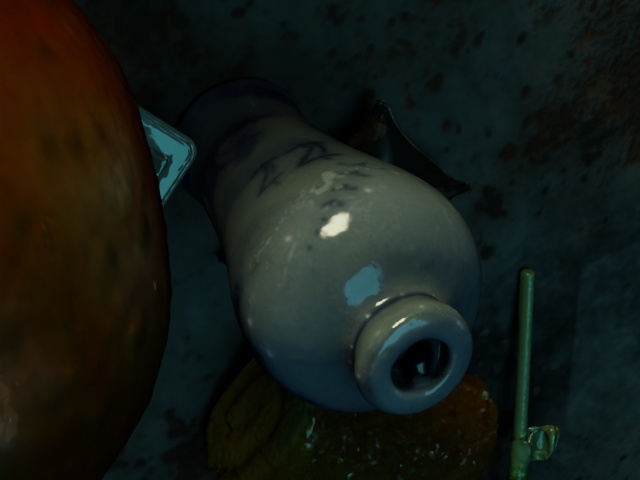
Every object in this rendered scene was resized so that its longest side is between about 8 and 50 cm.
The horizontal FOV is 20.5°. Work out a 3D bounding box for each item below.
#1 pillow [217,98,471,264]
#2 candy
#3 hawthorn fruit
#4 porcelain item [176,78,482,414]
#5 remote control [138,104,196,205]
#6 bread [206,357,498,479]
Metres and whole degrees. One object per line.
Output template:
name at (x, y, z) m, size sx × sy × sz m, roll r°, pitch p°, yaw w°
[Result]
pillow at (0.015, -0.011, 1.138) m, size 0.150 × 0.048 × 0.090 m, roll -43°, pitch 137°, yaw 6°
candy at (0.146, 0.153, 1.316) m, size 0.078 × 0.084 × 0.287 m, roll -12°, pitch 114°, yaw -26°
hawthorn fruit at (-0.261, 0.015, 0.786) m, size 0.403 × 0.403 × 0.403 m, roll -14°, pitch 125°, yaw -21°
porcelain item at (0.000, 0.000, 1.000) m, size 0.141 × 0.259 × 0.141 m, roll -14°, pitch 127°, yaw -19°
remote control at (-0.193, 0.035, 1.046) m, size 0.103 × 0.051 × 0.293 m, roll 33°, pitch 101°, yaw -13°
bread at (0.020, 0.134, 1.196) m, size 0.172 × 0.103 × 0.132 m, roll 15°, pitch 128°, yaw -35°
